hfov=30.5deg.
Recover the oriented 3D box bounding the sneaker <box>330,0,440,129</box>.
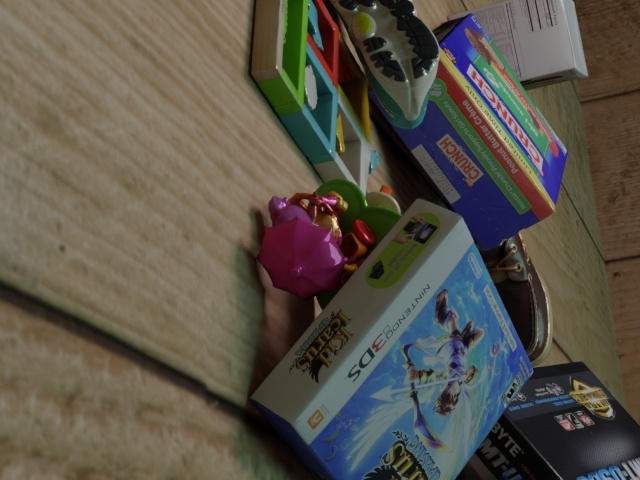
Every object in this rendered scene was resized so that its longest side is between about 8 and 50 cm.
[{"bbox_3d":[0.071,-0.246,1.418,0.110,0.107,0.275,84,-5,-50],"label":"sneaker"}]

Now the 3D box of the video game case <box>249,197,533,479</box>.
[{"bbox_3d":[0.082,0.137,1.112,0.244,0.061,0.269,-49,137,-16],"label":"video game case"}]

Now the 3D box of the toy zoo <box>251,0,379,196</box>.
[{"bbox_3d":[0.002,-0.168,1.302,0.293,0.030,0.192,53,32,-51],"label":"toy zoo"}]

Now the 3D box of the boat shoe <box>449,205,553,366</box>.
[{"bbox_3d":[0.259,0.028,1.784,0.123,0.123,0.341,26,51,-57],"label":"boat shoe"}]

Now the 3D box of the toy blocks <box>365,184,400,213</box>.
[{"bbox_3d":[0.082,-0.010,1.398,0.148,0.054,0.123,-60,135,-62],"label":"toy blocks"}]

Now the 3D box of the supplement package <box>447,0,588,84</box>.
[{"bbox_3d":[0.363,-0.352,2.135,0.194,0.203,0.149,-9,87,-70],"label":"supplement package"}]

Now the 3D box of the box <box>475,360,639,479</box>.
[{"bbox_3d":[0.320,0.275,1.366,0.296,0.073,0.293,4,39,-52],"label":"box"}]

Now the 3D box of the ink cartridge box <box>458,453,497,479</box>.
[{"bbox_3d":[0.232,0.383,1.475,0.224,0.045,0.223,-156,-127,-84],"label":"ink cartridge box"}]

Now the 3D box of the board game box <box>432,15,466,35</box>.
[{"bbox_3d":[0.259,-0.196,1.980,0.208,0.056,0.346,-55,128,-70],"label":"board game box"}]

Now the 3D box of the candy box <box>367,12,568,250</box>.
[{"bbox_3d":[0.219,-0.162,1.648,0.268,0.122,0.317,53,25,-7],"label":"candy box"}]

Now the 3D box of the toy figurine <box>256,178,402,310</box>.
[{"bbox_3d":[0.000,0.000,1.116,0.159,0.130,0.173,18,41,-57],"label":"toy figurine"}]
